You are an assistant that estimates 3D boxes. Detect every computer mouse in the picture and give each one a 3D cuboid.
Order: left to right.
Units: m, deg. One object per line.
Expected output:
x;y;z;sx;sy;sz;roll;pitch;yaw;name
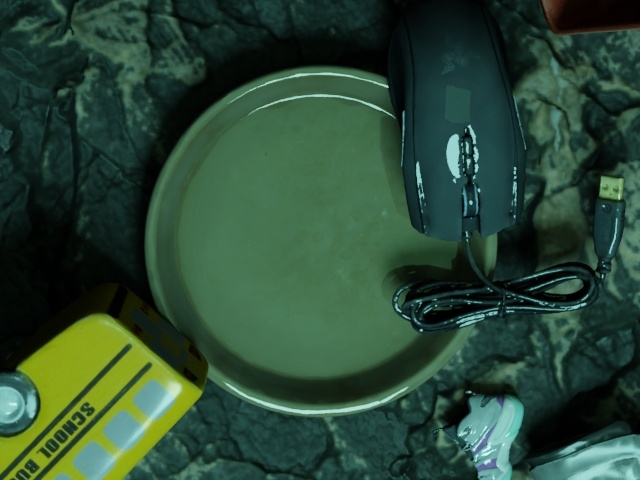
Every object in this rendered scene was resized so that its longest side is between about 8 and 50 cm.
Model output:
0.146;-0.056;1.442;0.184;0.060;0.262;-2;99;-5;computer mouse

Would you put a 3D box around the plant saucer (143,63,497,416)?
0.000;0.000;1.485;0.277;0.041;0.278;-1;97;-5;plant saucer

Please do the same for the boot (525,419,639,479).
0.203;0.269;1.522;0.338;0.118;0.223;-19;91;-6;boot

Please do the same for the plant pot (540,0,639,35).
0.291;-0.312;1.375;0.235;0.267;0.267;-18;100;-16;plant pot

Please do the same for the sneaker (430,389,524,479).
0.121;0.168;1.524;0.069;0.038;0.098;11;87;-6;sneaker

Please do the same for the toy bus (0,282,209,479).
-0.243;0.179;1.435;0.130;0.108;0.333;42;99;-9;toy bus
